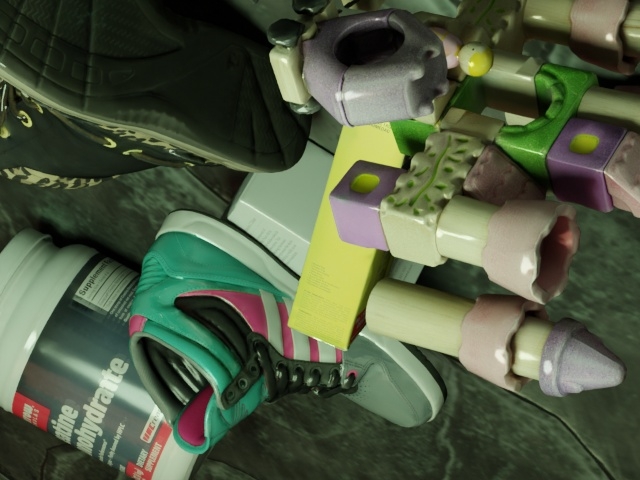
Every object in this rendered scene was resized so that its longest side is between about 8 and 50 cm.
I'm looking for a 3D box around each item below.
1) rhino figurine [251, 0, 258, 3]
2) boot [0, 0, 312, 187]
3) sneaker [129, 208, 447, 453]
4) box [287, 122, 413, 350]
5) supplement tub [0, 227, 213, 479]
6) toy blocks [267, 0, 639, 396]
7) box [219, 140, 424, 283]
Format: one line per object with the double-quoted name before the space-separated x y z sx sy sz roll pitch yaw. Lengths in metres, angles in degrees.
"rhino figurine" -0.109 -0.250 1.479 0.243 0.073 0.106 25 152 6
"boot" -0.227 -0.142 1.626 0.377 0.138 0.284 21 163 -37
"sneaker" -0.045 0.119 1.688 0.295 0.178 0.124 32 150 -5
"box" 0.038 -0.030 1.579 0.058 0.087 0.232 24 122 11
"supplement tub" -0.220 0.122 2.018 0.272 0.191 0.191 27 150 4
"toy blocks" 0.172 -0.080 1.285 0.260 0.288 0.309 15 144 31
"box" 0.000 0.000 1.742 0.170 0.091 0.130 33 150 -5
